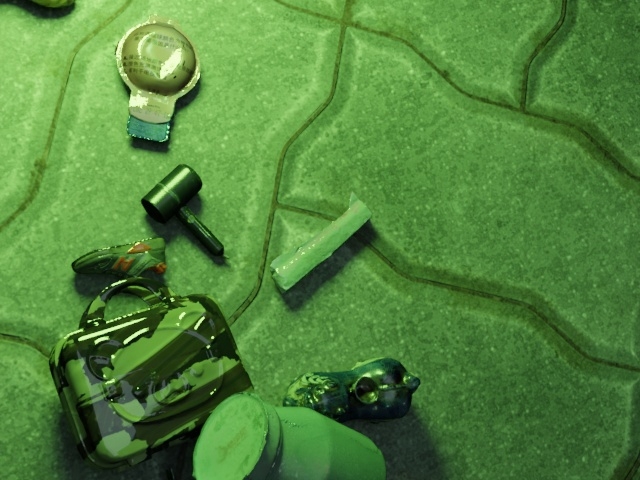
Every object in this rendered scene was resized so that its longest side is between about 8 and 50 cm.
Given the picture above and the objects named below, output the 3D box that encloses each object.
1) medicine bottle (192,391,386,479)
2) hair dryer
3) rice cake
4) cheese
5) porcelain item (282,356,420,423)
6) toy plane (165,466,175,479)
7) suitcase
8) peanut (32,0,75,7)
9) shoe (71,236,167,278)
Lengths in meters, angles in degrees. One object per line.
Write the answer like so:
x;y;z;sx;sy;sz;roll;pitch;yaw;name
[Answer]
-0.061;0.417;1.617;0.290;0.245;0.245;35;67;-33;medicine bottle
-0.263;-0.046;1.873;0.124;0.071;0.219;-44;99;-22;hair dryer
0.001;0.003;1.949;0.290;0.051;0.081;-42;100;-24;rice cake
-0.354;-0.353;1.912;0.189;0.074;0.286;8;78;-15;cheese
0.068;0.313;1.822;0.288;0.186;0.138;-5;76;-20;porcelain item
-0.225;0.612;1.673;0.106;0.155;0.381;-16;65;-20;toy plane
-0.332;0.240;1.706;0.351;0.194;0.339;-18;80;-30;suitcase
-0.621;-0.551;1.859;0.229;0.103;0.098;9;61;-18;peanut
-0.402;0.048;1.798;0.194;0.074;0.077;-14;86;-23;shoe
